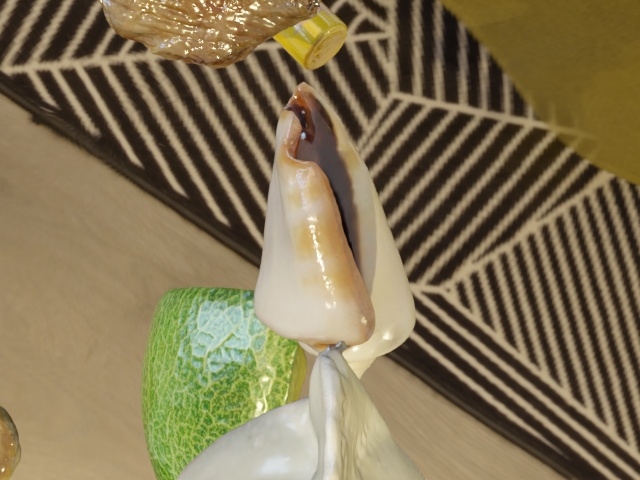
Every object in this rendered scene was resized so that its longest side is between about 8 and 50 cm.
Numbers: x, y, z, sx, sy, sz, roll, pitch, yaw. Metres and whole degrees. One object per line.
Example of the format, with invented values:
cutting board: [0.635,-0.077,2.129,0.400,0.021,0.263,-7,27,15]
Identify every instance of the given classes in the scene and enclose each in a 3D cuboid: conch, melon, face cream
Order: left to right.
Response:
melon: [-0.106,0.241,1.503,0.226,0.331,0.343,16,76,-44]
face cream: [-0.082,-0.339,1.580,0.078,0.078,0.273,-43,74,-4]
conch: [0.010,0.003,0.696,0.094,0.104,0.176,20,119,28]

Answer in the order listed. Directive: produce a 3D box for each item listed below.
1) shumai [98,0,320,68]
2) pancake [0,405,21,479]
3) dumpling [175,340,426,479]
shumai: [-0.115,-0.292,1.290,0.218,0.185,0.184,-22,116,17]
pancake: [-0.528,0.304,1.642,0.236,0.042,0.222,-13,113,-19]
dumpling: [-0.015,0.158,0.493,0.126,0.166,0.216,31,131,-25]
